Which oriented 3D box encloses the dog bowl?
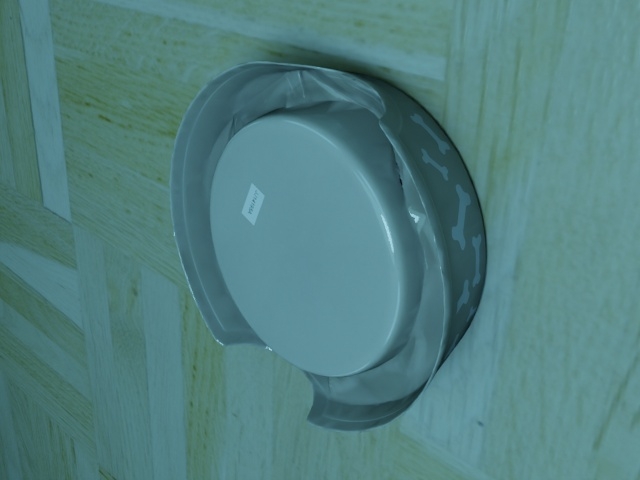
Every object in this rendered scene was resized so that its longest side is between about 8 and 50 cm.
[{"bbox_3d":[0.000,0.000,0.681,0.348,0.102,0.349,19,119,39],"label":"dog bowl"}]
